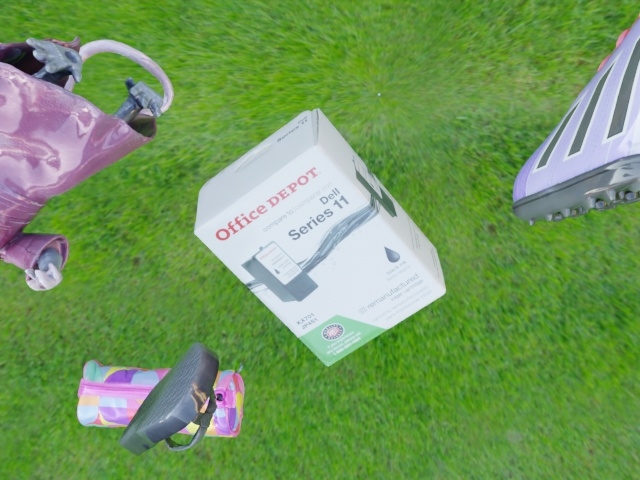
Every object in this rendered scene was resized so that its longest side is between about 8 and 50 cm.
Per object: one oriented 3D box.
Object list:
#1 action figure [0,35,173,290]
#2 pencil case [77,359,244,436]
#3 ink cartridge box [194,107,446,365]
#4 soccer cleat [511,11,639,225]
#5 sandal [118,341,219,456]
[{"bbox_3d":[-0.373,-0.080,1.027,0.248,0.275,0.370,37,113,-17],"label":"action figure"},{"bbox_3d":[-0.219,0.218,1.231,0.237,0.104,0.104,0,99,10],"label":"pencil case"},{"bbox_3d":[0.000,0.000,0.863,0.153,0.086,0.208,-35,116,18],"label":"ink cartridge box"},{"bbox_3d":[0.214,-0.107,0.481,0.318,0.109,0.116,-38,71,51],"label":"soccer cleat"},{"bbox_3d":[-0.132,0.158,0.832,0.055,0.254,0.097,35,67,-6],"label":"sandal"}]
